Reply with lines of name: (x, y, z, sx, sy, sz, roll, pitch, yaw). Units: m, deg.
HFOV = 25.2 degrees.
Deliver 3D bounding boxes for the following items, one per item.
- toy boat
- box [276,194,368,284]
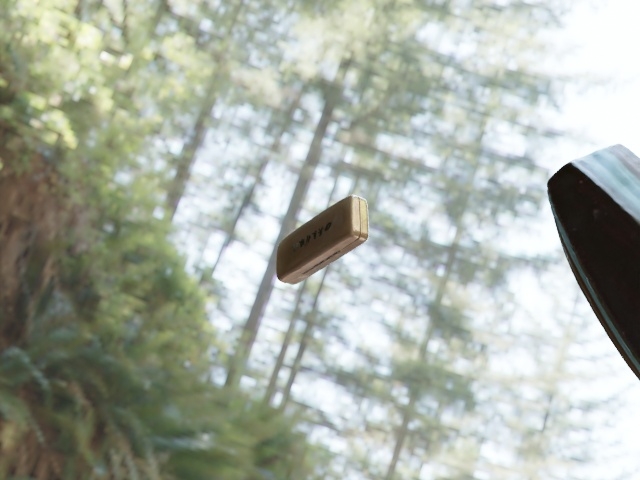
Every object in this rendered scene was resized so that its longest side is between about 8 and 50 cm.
toy boat: (0.305, 0.089, 1.123, 0.136, 0.392, 0.079, -46, -30, 26)
box: (0.000, 0.000, 1.327, 0.025, 0.048, 0.115, 19, -35, -35)
